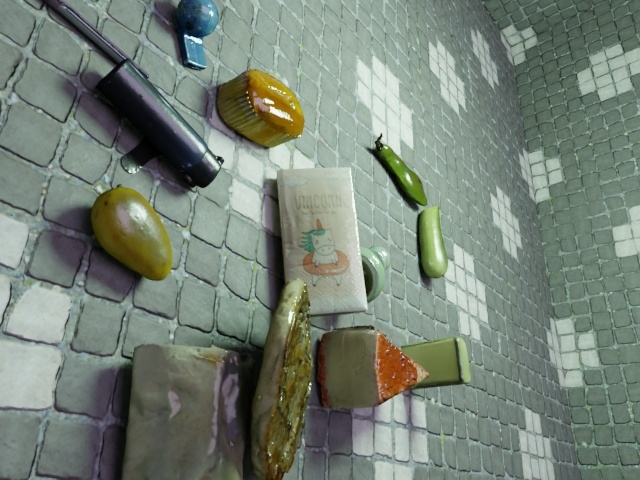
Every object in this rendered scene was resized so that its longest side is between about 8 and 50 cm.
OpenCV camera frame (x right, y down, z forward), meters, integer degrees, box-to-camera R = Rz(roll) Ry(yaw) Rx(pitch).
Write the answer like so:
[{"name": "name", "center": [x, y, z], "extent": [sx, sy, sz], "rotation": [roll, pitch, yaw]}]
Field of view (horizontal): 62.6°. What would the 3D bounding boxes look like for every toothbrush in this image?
[{"name": "toothbrush", "center": [-0.422, -0.386, 0.847], "extent": [0.354, 0.024, 0.029], "rotation": [41, 38, -35]}]

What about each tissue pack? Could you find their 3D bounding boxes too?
[{"name": "tissue pack", "center": [0.000, 0.000, 1.127], "extent": [0.170, 0.071, 0.326], "rotation": [-3, 73, -7]}]

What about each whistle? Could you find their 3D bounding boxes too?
[{"name": "whistle", "center": [-0.242, -0.432, 1.051], "extent": [0.090, 0.090, 0.158], "rotation": [-2, 77, -53]}]

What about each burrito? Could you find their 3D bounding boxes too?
[{"name": "burrito", "center": [-0.182, 0.321, 0.770], "extent": [0.190, 0.135, 0.332], "rotation": [23, 61, -54]}]

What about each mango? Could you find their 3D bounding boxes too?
[{"name": "mango", "center": [-0.288, -0.007, 0.817], "extent": [0.161, 0.076, 0.103], "rotation": [60, 33, -22]}]

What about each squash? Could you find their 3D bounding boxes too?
[{"name": "squash", "center": [0.350, 0.002, 1.651], "extent": [0.083, 0.083, 0.250], "rotation": [29, 50, -43]}]

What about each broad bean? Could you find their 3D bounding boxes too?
[{"name": "broad bean", "center": [0.244, -0.212, 1.619], "extent": [0.325, 0.067, 0.075], "rotation": [42, 15, -31]}]

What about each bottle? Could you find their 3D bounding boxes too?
[{"name": "bottle", "center": [-0.272, -0.194, 0.915], "extent": [0.082, 0.072, 0.244], "rotation": [-48, 119, -9]}]

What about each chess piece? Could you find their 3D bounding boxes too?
[{"name": "chess piece", "center": [0.117, 0.062, 1.297], "extent": [0.271, 0.139, 0.139], "rotation": [-27, 97, -66]}]

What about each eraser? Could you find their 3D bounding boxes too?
[{"name": "eraser", "center": [0.292, 0.318, 1.353], "extent": [0.058, 0.172, 0.117], "rotation": [22, 58, -48]}]

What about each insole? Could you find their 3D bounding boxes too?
[{"name": "insole", "center": [-0.302, -0.159, 0.924], "extent": [0.045, 0.002, 0.135], "rotation": [54, 39, -21]}]

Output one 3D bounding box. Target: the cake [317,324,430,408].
[{"name": "cake", "center": [0.122, 0.314, 1.148], "extent": [0.262, 0.158, 0.160], "rotation": [41, 50, -37]}]

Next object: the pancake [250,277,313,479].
[{"name": "pancake", "center": [-0.057, 0.236, 0.904], "extent": [0.356, 0.065, 0.356], "rotation": [6, 90, -79]}]

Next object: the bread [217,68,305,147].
[{"name": "bread", "center": [-0.119, -0.284, 1.134], "extent": [0.190, 0.114, 0.132], "rotation": [21, 57, -53]}]
